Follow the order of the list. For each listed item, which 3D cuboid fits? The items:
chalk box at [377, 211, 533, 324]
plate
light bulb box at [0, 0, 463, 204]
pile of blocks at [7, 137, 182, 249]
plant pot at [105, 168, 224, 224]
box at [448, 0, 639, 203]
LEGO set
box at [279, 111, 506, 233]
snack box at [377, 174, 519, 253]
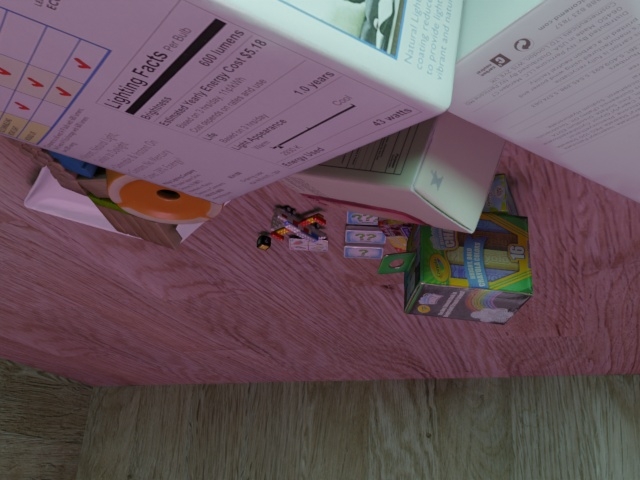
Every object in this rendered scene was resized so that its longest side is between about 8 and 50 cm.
[{"bbox_3d":[0.197,0.037,1.028,0.212,0.132,0.132,7,153,-2],"label":"chalk box"},{"bbox_3d":[-0.316,-0.081,1.098,0.277,0.045,0.277,16,154,-28],"label":"plate"},{"bbox_3d":[-0.141,-0.205,0.494,0.360,0.225,0.358,18,163,-30],"label":"light bulb box"},{"bbox_3d":[-0.291,-0.129,0.860,0.148,0.113,0.362,5,152,39],"label":"pile of blocks"},{"bbox_3d":[-0.168,-0.128,0.784,0.205,0.188,0.205,3,157,1],"label":"plant pot"},{"bbox_3d":[0.260,-0.185,0.565,0.345,0.215,0.168,18,153,-29],"label":"box"},{"bbox_3d":[0.000,0.000,1.234,0.244,0.060,0.182,3,153,1],"label":"LEGO set"},{"bbox_3d":[0.070,-0.110,0.751,0.232,0.149,0.126,14,169,45],"label":"box"},{"bbox_3d":[0.219,-0.028,1.120,0.207,0.070,0.174,-9,153,22],"label":"snack box"}]
